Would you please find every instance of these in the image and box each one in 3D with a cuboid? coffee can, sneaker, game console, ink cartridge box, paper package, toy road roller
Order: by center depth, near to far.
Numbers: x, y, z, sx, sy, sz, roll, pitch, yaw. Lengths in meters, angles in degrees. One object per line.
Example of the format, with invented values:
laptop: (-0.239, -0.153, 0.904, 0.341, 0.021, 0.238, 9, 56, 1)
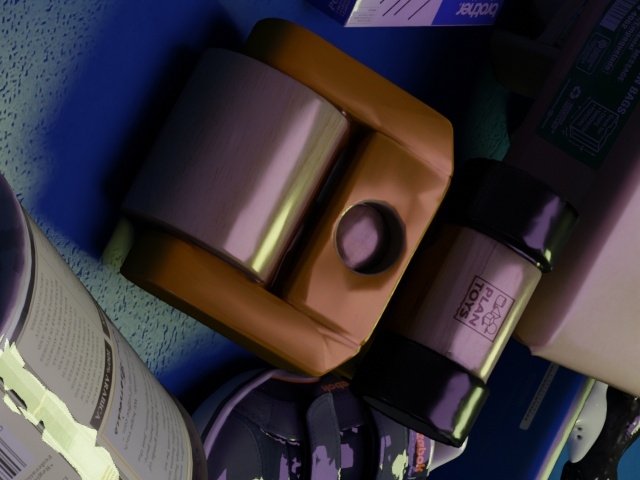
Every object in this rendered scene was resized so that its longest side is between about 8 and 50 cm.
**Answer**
coffee can: (-0.204, 0.096, 1.120, 0.201, 0.201, 0.275, -56, 148, -19)
toy road roller: (0.000, 0.000, 1.443, 0.329, 0.240, 0.202, 32, 80, -22)
ink cartridge box: (0.081, -0.216, 1.504, 0.207, 0.046, 0.097, -9, 129, -53)
sneaker: (0.010, 0.161, 1.556, 0.321, 0.127, 0.126, -18, 115, -58)
paper package: (0.305, -0.027, 1.612, 0.309, 0.168, 0.325, 25, 97, -36)
game console: (0.206, 0.165, 1.869, 0.173, 0.250, 0.293, 33, 79, -33)

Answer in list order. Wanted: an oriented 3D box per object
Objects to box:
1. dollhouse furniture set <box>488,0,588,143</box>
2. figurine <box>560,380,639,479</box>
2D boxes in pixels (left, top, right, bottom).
dollhouse furniture set: (0.385, -0.152, 1.853, 0.362, 0.256, 0.394, -52, 147, -26)
figurine: (0.294, 0.168, 2.040, 0.215, 0.092, 0.209, 73, 35, -47)
